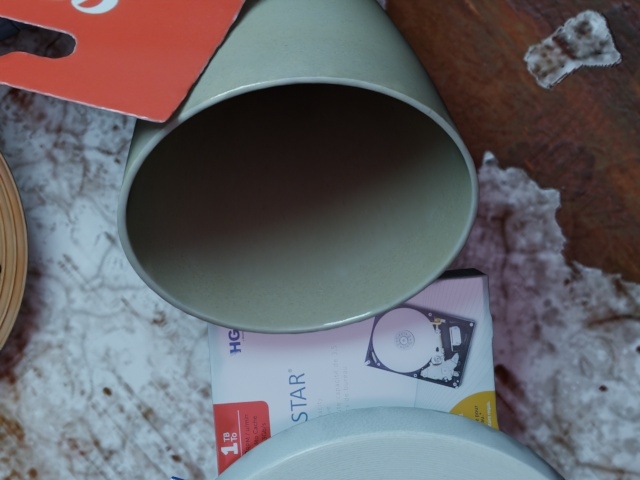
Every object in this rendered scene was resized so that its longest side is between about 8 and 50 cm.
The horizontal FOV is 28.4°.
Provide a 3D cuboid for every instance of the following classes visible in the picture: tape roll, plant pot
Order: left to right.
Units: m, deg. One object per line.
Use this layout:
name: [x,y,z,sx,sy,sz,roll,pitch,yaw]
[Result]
plant pot: [-0.027,-0.112,0.989,0.257,0.256,0.274,-6,46,-1]
tape roll: [0.054,0.324,1.007,0.392,0.072,0.391,0,101,-2]

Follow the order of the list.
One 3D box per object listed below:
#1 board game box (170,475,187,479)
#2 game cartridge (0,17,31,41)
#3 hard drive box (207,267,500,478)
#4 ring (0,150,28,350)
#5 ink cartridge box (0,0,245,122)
board game box: [-0.099,0.260,1.094,0.090,0.020,0.090,17,87,1]
game cartridge: [-0.273,-0.377,1.107,0.230,0.068,0.355,-27,88,2]
hard drive box: [0.027,0.122,1.062,0.232,0.089,0.181,-5,93,0]
ring: [-0.411,0.000,1.066,0.337,0.032,0.336,0,102,1]
ink cartridge box: [-0.170,-0.280,0.914,0.308,0.091,0.385,16,57,16]
